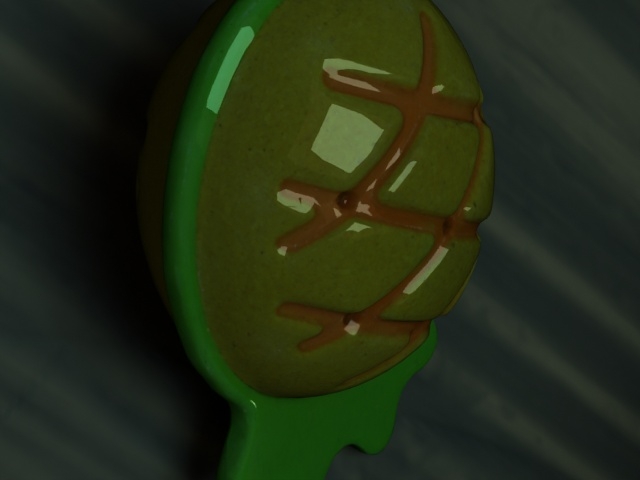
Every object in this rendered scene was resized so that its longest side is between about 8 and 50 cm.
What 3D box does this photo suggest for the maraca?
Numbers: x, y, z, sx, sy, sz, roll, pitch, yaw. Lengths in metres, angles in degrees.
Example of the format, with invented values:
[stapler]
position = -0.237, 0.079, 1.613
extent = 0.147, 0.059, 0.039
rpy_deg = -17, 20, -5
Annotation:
[maraca]
position = 0.000, 0.000, 0.555
extent = 0.127, 0.099, 0.186
rpy_deg = -32, 131, -38
